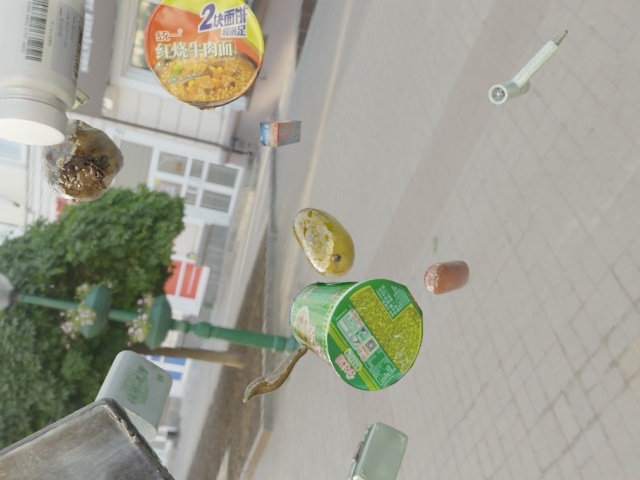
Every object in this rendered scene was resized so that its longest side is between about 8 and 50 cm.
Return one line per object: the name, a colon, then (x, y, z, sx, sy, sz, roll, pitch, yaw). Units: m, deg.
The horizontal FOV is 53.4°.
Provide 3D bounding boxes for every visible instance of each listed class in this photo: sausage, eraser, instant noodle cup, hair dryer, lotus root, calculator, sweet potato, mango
sausage: (0.303, 0.086, 1.510, 0.194, 0.077, 0.077, -4, -68, -56)
eraser: (-0.475, 0.395, 1.624, 0.081, 0.174, 0.227, -47, 16, 15)
instant noodle cup: (-0.208, -0.361, 1.195, 0.174, 0.213, 0.213, -103, 28, -73)
hair dryer: (0.440, -0.367, 1.321, 0.155, 0.044, 0.183, -31, -17, -50)
lotus root: (-0.761, -0.230, 2.001, 0.192, 0.272, 0.272, -108, 32, -59)
calculator: (-0.317, 0.299, 0.747, 0.161, 0.261, 0.021, 63, -178, -21)
sweet potato: (-0.131, 0.411, 1.933, 0.059, 0.249, 0.069, 38, 160, 52)
instant noodle cup: (0.053, 0.163, 1.235, 0.232, 0.207, 0.207, 4, 81, 64)
mango: (-0.002, -0.005, 1.847, 0.331, 0.142, 0.195, 44, 161, 56)

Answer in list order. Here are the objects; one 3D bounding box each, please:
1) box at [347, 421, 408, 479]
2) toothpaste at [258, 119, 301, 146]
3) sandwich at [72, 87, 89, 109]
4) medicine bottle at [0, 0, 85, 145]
box: (0.182, 0.681, 1.975, 0.129, 0.148, 0.210, 108, -173, -59)
toothpaste: (-0.127, -0.351, 2.068, 0.320, 0.066, 0.076, -50, -35, -74)
sandwich: (-0.487, -0.228, 0.983, 0.162, 0.193, 0.058, -45, 19, 13)
medicine bottle: (-0.356, -0.221, 0.796, 0.103, 0.102, 0.187, 139, 133, -71)
